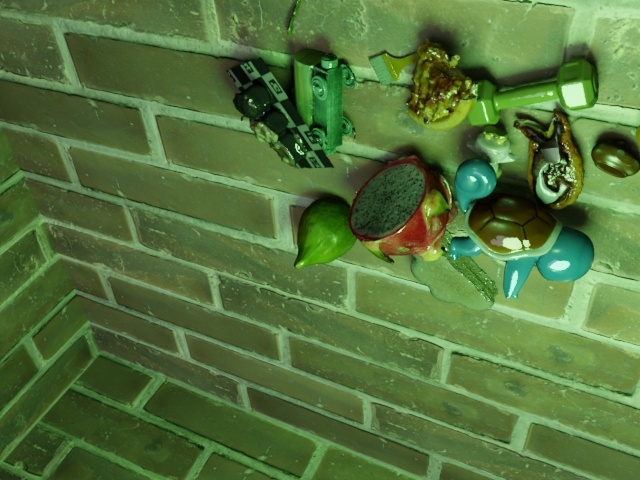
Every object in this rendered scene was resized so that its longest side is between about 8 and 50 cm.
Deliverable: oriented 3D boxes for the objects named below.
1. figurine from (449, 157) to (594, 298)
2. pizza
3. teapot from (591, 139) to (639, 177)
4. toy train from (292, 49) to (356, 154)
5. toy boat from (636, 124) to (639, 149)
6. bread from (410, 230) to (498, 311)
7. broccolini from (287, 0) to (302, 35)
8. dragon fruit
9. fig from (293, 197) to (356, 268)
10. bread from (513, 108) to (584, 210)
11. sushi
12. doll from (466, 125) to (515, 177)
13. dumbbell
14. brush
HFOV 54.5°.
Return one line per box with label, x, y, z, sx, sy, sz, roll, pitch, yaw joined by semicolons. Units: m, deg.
figurine;0.493;-0.033;1.619;0.416;0.298;0.243;39;138;2
pizza;0.277;-0.381;1.531;0.289;0.082;0.228;-163;58;-71
teapot;0.715;-0.200;1.491;0.129;0.078;0.098;28;179;-6
toy train;0.005;-0.393;1.752;0.189;0.126;0.307;45;150;37
toy boat;0.795;-0.202;1.409;0.229;0.089;0.088;44;175;-19
bread;0.395;0.100;1.949;0.337;0.102;0.183;45;141;-15
broccolini;-0.047;-0.617;1.627;0.194;0.054;0.052;-42;70;54
dragon fruit;0.251;-0.065;1.758;0.306;0.305;0.226;-14;141;40
fig;0.000;0.000;1.976;0.206;0.275;0.206;17;134;18
bread;0.584;-0.201;1.565;0.139;0.095;0.268;-7;110;34
sushi;-0.157;-0.328;1.812;0.373;0.100;0.296;55;162;-21
doll;0.439;-0.220;1.617;0.129;0.081;0.207;22;151;17
dumbbell;0.491;-0.344;1.469;0.302;0.121;0.108;-5;154;35
brush;0.226;-0.464;1.602;0.205;0.011;0.083;-10;122;38
